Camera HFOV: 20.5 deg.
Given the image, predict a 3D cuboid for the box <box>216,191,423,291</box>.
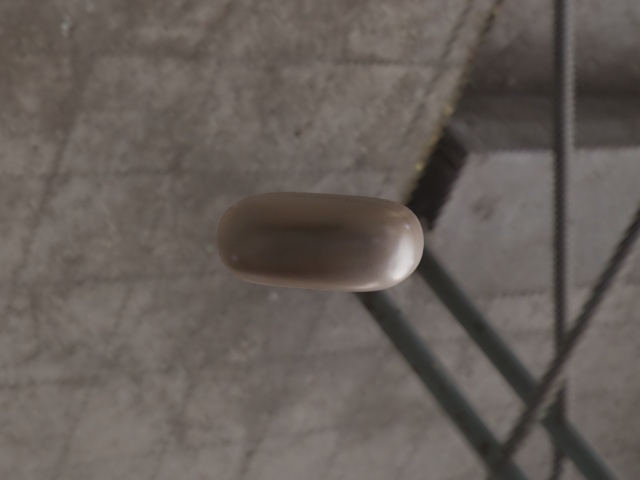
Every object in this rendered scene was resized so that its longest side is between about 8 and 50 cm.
[{"bbox_3d":[0.000,0.000,1.727,0.146,0.200,0.088,-35,126,-73],"label":"box"}]
